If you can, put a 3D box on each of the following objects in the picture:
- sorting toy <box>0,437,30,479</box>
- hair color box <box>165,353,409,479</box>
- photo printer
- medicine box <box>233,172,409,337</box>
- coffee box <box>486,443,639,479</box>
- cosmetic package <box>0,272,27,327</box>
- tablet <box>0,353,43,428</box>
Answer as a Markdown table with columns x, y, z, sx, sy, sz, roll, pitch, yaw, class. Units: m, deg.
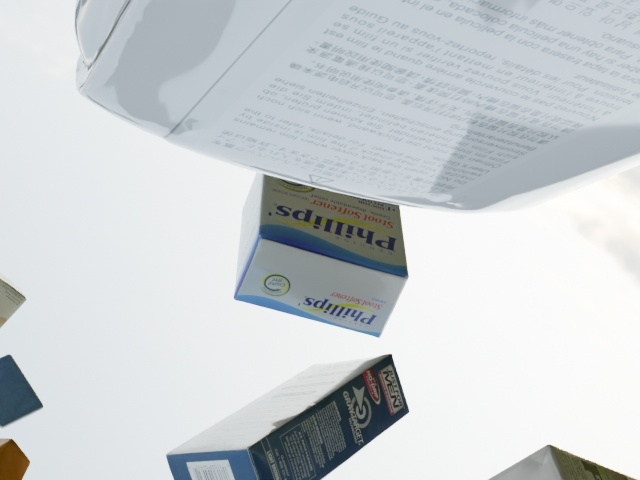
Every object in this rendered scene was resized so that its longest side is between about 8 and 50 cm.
| x | y | z | sx | sy | sz | roll | pitch | yaw | class |
| --- | --- | --- | --- | --- | --- | --- | --- | --- | --- |
| -0.304 | 0.316 | 0.734 | 0.307 | 0.041 | 0.229 | -54 | -54 | -44 | sorting toy |
| -0.037 | 0.282 | 1.413 | 0.347 | 0.173 | 0.105 | -25 | -82 | -49 | hair color box |
| 0.044 | -0.100 | 0.385 | 0.255 | 0.307 | 0.107 | 13 | -107 | -21 | photo printer |
| 0.000 | 0.000 | 1.685 | 0.263 | 0.149 | 0.289 | 15 | -147 | -11 | medicine box |
| 0.251 | 0.311 | 0.912 | 0.297 | 0.168 | 0.119 | 26 | -144 | -39 | coffee box |
| -0.391 | 0.085 | 1.074 | 0.060 | 0.115 | 0.041 | 44 | 174 | -31 | cosmetic package |
| -0.359 | 0.171 | 1.099 | 0.054 | 0.006 | 0.083 | -25 | -117 | -33 | tablet |
